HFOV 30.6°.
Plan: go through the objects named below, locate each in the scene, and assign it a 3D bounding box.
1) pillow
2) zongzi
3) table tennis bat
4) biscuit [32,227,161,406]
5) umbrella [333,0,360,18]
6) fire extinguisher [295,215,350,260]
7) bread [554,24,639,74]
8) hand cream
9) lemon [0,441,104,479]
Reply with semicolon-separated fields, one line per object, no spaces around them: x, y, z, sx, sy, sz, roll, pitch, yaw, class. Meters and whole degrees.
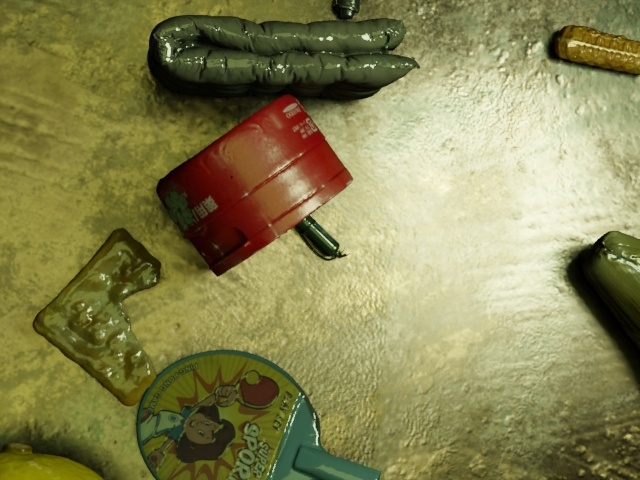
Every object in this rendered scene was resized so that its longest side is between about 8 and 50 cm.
-0.058;-0.235;1.509;0.326;0.228;0.101;-2;92;-9;pillow
0.448;0.123;1.630;0.221;0.112;0.242;20;84;-10;zongzi
-0.081;0.264;1.522;0.329;0.044;0.215;20;72;6;table tennis bat
-0.261;0.097;1.536;0.174;0.039;0.183;37;81;-1;biscuit
0.042;-0.375;1.633;0.036;0.031;0.133;5;85;17;umbrella
0.000;0.000;1.602;0.083;0.025;0.038;43;118;-5;fire extinguisher
0.413;-0.274;1.685;0.157;0.044;0.052;9;79;-10;bread
-0.085;-0.072;1.491;0.230;0.230;0.149;-34;93;-11;hand cream
-0.356;0.409;1.356;0.348;0.348;0.348;1;86;-10;lemon
